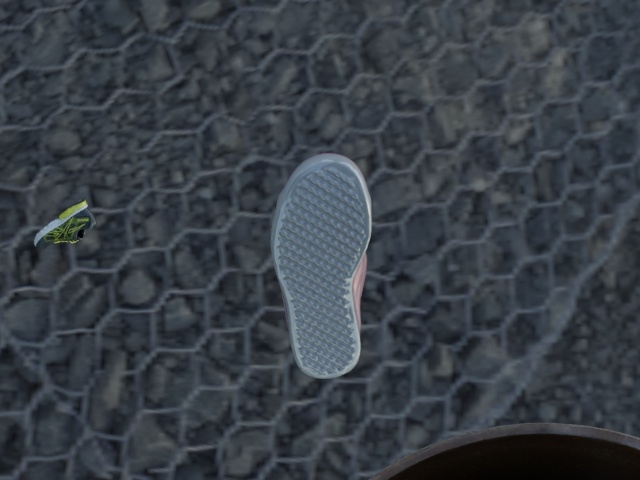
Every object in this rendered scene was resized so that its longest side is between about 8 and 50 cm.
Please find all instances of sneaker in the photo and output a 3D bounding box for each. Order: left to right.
[{"bbox_3d":[-0.272,-0.009,1.702,0.035,0.083,0.031,53,31,-1],"label":"sneaker"},{"bbox_3d":[0.000,0.000,0.833,0.051,0.070,0.134,-2,126,-1],"label":"sneaker"}]

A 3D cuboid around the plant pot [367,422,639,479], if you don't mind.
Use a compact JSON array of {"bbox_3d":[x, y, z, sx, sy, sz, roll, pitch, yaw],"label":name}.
[{"bbox_3d":[0.086,0.192,0.662,0.215,0.230,0.215,-1,79,4],"label":"plant pot"}]
